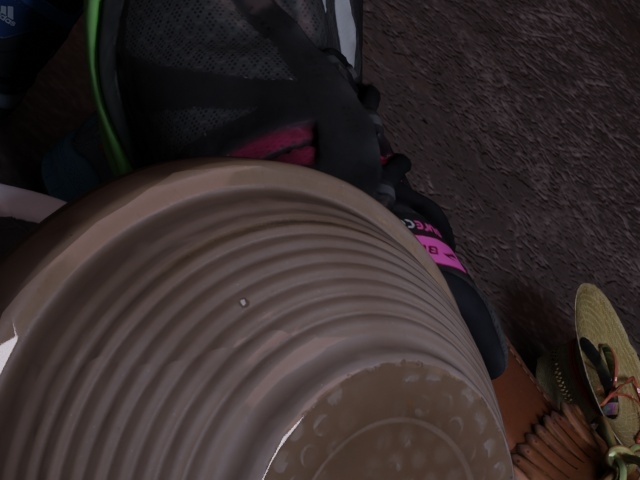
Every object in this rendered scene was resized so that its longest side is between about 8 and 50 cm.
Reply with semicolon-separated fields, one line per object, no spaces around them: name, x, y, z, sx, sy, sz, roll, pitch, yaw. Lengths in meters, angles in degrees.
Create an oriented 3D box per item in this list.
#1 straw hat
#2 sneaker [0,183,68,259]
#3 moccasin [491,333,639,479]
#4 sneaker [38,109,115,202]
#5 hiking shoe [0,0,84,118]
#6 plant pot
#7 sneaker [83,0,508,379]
straw hat;0.197;0.109;1.105;0.144;0.061;0.144;41;38;-43
sneaker;-0.167;0.051;0.509;0.296;0.104;0.147;6;48;-53
moccasin;0.183;0.195;0.920;0.139;0.147;0.380;-9;65;-54
sneaker;-0.052;-0.068;0.920;0.104;0.125;0.262;53;33;3
hiking shoe;-0.164;-0.204;0.913;0.113;0.132;0.304;32;37;-27
plant pot;-0.012;0.092;0.502;0.237;0.110;0.237;-6;99;-38
sneaker;0.000;0.000;0.721;0.185;0.202;0.482;10;74;-50
